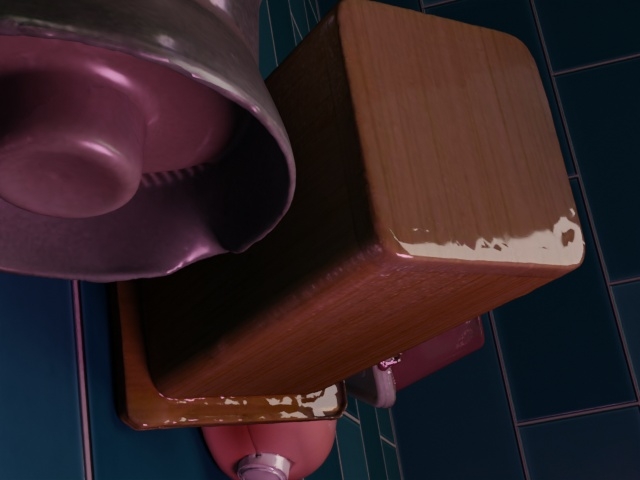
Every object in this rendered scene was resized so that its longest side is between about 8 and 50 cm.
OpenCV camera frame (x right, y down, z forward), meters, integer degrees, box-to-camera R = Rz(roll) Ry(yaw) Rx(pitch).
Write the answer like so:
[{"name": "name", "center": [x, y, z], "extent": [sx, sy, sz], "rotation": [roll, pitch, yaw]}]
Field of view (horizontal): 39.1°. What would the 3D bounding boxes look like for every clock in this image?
[{"name": "clock", "center": [-0.040, 0.123, 0.873], "extent": [0.241, 0.142, 0.227], "rotation": [-89, 166, -44]}]

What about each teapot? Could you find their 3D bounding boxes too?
[{"name": "teapot", "center": [-0.120, -0.183, 0.431], "extent": [0.300, 0.253, 0.344], "rotation": [40, 41, -52]}]

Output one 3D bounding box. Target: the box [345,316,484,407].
[{"name": "box", "center": [0.058, 0.070, 1.112], "extent": [0.294, 0.167, 0.193], "rotation": [10, -65, 63]}]

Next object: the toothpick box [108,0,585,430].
[{"name": "toothpick box", "center": [0.000, 0.000, 0.593], "extent": [0.308, 0.190, 0.187], "rotation": [-35, -124, 50]}]
